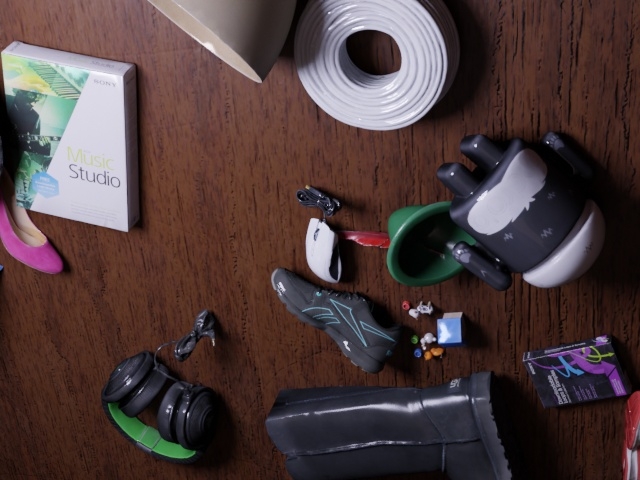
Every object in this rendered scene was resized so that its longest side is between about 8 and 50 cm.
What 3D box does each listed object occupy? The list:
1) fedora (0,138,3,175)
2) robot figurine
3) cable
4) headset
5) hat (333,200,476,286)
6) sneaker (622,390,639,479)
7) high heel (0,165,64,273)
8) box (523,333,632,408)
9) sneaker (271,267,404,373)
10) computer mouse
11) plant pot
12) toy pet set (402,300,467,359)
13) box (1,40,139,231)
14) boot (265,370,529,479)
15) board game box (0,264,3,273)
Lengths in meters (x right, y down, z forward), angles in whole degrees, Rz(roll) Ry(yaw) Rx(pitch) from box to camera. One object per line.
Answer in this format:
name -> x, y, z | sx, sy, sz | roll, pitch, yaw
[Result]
fedora -> -0.683, -0.203, 1.976 | 0.334, 0.152, 0.334 | 11, 127, 15
robot figurine -> 0.316, -0.049, 1.725 | 0.278, 0.173, 0.209 | 39, 129, -7
cable -> 0.086, -0.294, 1.694 | 0.257, 0.089, 0.257 | 26, 126, 2
headset -> -0.301, 0.298, 2.202 | 0.243, 0.185, 0.394 | 30, 141, 4
hat -> 0.149, -0.037, 1.880 | 0.208, 0.183, 0.173 | -8, 127, -22
sneaker -> 0.607, 0.350, 1.944 | 0.128, 0.087, 0.221 | 1, 134, 8
high heel -> -0.566, -0.044, 2.094 | 0.244, 0.082, 0.117 | 45, 115, -6
box -> 0.454, 0.234, 1.942 | 0.162, 0.029, 0.116 | -15, 115, 28
sneaker -> 0.031, 0.124, 1.993 | 0.267, 0.101, 0.106 | 38, 103, -6
computer mouse -> 0.000, 0.000, 1.919 | 0.106, 0.042, 0.193 | 29, 136, 42
plant pot -> -0.140, -0.396, 1.627 | 0.284, 0.284, 0.191 | 39, 90, -7
toy pet set -> 0.205, 0.173, 1.966 | 0.114, 0.065, 0.122 | -6, 119, 22
box -> -0.443, -0.182, 1.967 | 0.232, 0.058, 0.322 | 12, 123, 11
boot -> 0.153, 0.433, 2.094 | 0.445, 0.146, 0.367 | -11, 107, 20
board game box -> -0.731, 0.168, 2.222 | 0.042, 0.165, 0.243 | 30, 126, -2
